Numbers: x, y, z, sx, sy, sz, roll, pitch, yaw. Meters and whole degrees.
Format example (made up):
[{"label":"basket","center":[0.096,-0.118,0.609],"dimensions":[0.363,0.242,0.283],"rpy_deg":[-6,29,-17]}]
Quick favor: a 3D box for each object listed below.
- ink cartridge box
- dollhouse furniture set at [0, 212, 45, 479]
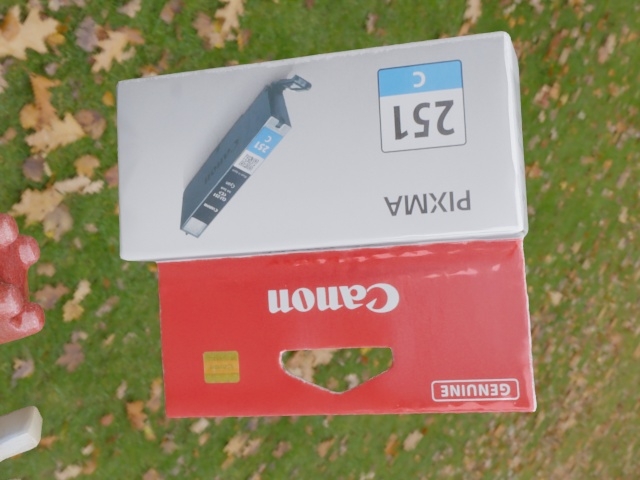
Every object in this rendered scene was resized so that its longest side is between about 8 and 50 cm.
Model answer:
[{"label":"ink cartridge box","center":[0.000,0.000,0.656],"dimensions":[0.066,0.296,0.261],"rpy_deg":[11,75,-73]},{"label":"dollhouse furniture set","center":[-0.254,-0.051,0.407],"dimensions":[0.152,0.201,0.374],"rpy_deg":[-11,124,0]}]
